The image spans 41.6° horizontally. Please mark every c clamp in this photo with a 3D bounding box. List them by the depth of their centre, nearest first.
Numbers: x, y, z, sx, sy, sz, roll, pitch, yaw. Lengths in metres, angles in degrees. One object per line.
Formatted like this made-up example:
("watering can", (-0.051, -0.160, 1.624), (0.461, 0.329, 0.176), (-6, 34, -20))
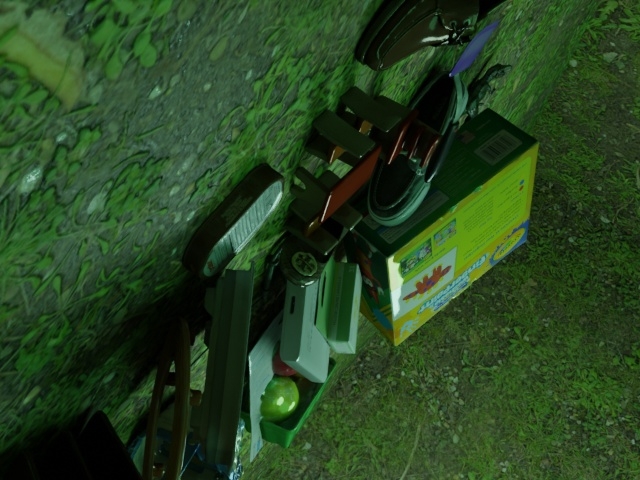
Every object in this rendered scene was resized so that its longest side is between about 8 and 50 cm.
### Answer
("c clamp", (-0.081, 0.053, 1.526), (0.137, 0.022, 0.160), (-45, 164, -39))

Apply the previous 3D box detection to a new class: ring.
("ring", (-0.208, 0.273, 1.167), (0.336, 0.032, 0.336), (-172, -90, -73))

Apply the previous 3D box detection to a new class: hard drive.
("hard drive", (-0.021, 0.156, 1.639), (0.307, 0.040, 0.203), (61, 33, -71))

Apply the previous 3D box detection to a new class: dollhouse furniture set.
("dollhouse furniture set", (0.077, -0.122, 1.387), (0.259, 0.135, 0.262), (-45, 164, -35))

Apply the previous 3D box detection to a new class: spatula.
("spatula", (0.214, -0.212, 1.347), (0.084, 0.030, 0.296), (-35, 148, -46))

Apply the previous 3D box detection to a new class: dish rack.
("dish rack", (-0.149, 0.198, 1.274), (0.333, 0.072, 0.285), (112, -16, -69))

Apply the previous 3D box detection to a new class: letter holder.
("letter holder", (-0.377, 0.394, 1.124), (0.152, 0.214, 0.302), (13, 113, -42))

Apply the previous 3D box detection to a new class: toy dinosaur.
("toy dinosaur", (0.372, -0.328, 2.092), (0.268, 0.064, 0.118), (-51, 160, -3))

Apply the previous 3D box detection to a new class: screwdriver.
("screwdriver", (-0.198, 0.194, 1.476), (0.170, 0.024, 0.025), (-49, 138, -13))

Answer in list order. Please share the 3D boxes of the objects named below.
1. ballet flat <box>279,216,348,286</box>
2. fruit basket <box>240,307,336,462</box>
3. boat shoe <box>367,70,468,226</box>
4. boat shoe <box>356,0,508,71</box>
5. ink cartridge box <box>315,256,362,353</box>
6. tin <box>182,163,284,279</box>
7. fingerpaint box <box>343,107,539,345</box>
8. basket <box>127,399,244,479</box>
("ballet flat", (0.000, 0.000, 1.483), (0.058, 0.084, 0.250), (-40, -175, 34))
("fruit basket", (-0.084, 0.262, 1.842), (0.327, 0.165, 0.353), (-52, 148, -44))
("boat shoe", (0.179, -0.191, 1.677), (0.335, 0.121, 0.119), (-65, 158, 0))
("boat shoe", (0.190, -0.341, 1.238), (0.307, 0.104, 0.111), (-42, 171, -11))
("ink cartridge box", (0.042, 0.124, 1.718), (0.235, 0.056, 0.171), (69, 26, -70))
("tin", (-0.117, -0.026, 1.174), (0.189, 0.040, 0.106), (-50, 162, -18))
("fingerpaint box", (0.272, -0.027, 1.917), (0.445, 0.163, 0.371), (-37, 147, -17))
("basket", (-0.253, 0.425, 1.461), (0.289, 0.201, 0.254), (-55, 173, -48))
